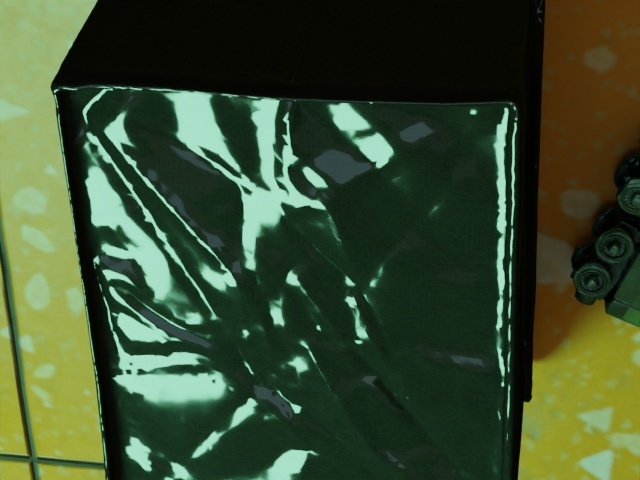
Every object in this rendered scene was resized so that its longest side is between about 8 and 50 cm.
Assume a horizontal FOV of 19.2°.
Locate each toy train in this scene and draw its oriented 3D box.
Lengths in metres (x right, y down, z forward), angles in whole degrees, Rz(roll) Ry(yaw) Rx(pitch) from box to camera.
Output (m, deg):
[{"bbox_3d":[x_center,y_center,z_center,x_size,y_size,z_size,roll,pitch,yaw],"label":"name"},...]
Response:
[{"bbox_3d":[0.208,-0.012,1.174,0.071,0.038,0.148,19,126,-6],"label":"toy train"}]

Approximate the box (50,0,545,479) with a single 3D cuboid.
[{"bbox_3d":[0.000,-0.001,1.119,0.251,0.204,0.345,3,126,9],"label":"box"}]
